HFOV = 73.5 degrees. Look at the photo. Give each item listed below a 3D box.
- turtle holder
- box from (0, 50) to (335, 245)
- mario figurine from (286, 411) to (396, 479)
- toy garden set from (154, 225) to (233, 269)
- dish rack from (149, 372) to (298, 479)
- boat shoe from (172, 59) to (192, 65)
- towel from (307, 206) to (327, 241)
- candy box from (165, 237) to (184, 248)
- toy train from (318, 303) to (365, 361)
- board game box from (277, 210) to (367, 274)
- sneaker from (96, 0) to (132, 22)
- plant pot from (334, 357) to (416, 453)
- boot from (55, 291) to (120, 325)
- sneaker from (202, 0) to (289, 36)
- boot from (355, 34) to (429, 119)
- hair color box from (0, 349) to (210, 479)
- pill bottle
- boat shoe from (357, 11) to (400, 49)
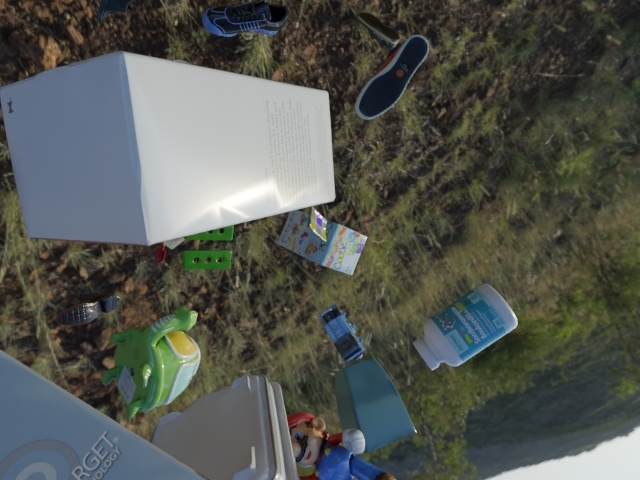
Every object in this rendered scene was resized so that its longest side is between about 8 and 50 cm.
[{"bbox_3d":[-0.495,0.347,1.304,0.228,0.244,0.319,-2,97,-51],"label":"turtle holder"},{"bbox_3d":[-0.158,-0.111,0.554,0.215,0.168,0.345,2,-168,31],"label":"box"},{"bbox_3d":[0.004,0.533,1.015,0.198,0.321,0.170,-46,143,-31],"label":"mario figurine"},{"bbox_3d":[-0.296,-0.059,0.946,0.204,0.049,0.244,1,100,-31],"label":"toy garden set"},{"bbox_3d":[-0.196,0.370,0.748,0.286,0.333,0.072,-27,109,-3],"label":"dish rack"},{"bbox_3d":[-0.353,-0.380,1.156,0.084,0.232,0.079,-4,148,-40],"label":"boat shoe"},{"bbox_3d":[-0.006,-0.038,0.966,0.010,0.060,0.083,-11,147,25],"label":"towel"},{"bbox_3d":[-0.434,-0.114,1.174,0.183,0.087,0.316,-39,155,-5],"label":"candy box"},{"bbox_3d":[0.063,0.275,1.285,0.080,0.184,0.105,-35,160,3],"label":"toy train"},{"bbox_3d":[0.000,0.000,1.469,0.142,0.275,0.144,21,91,-38],"label":"board game box"},{"bbox_3d":[-0.636,-0.735,1.342,0.089,0.051,0.170,21,140,-27],"label":"sneaker"},{"bbox_3d":[0.139,0.488,1.286,0.166,0.234,0.165,-12,159,-21],"label":"plant pot"},{"bbox_3d":[-0.856,0.243,1.550,0.219,0.106,0.082,-17,114,-52],"label":"boot"},{"bbox_3d":[-0.195,-0.602,1.145,0.233,0.081,0.090,-18,-176,-31],"label":"sneaker"},{"bbox_3d":[0.177,-0.434,1.165,0.088,0.176,0.244,38,100,-16],"label":"boot"},{"bbox_3d":[-0.165,0.243,0.349,0.113,0.375,0.185,-58,178,-43],"label":"hair color box"},{"bbox_3d":[0.389,0.246,1.181,0.264,0.146,0.146,-36,148,4],"label":"pill bottle"},{"bbox_3d":[0.170,-0.633,1.301,0.056,0.152,0.049,-40,167,-29],"label":"boat shoe"}]
